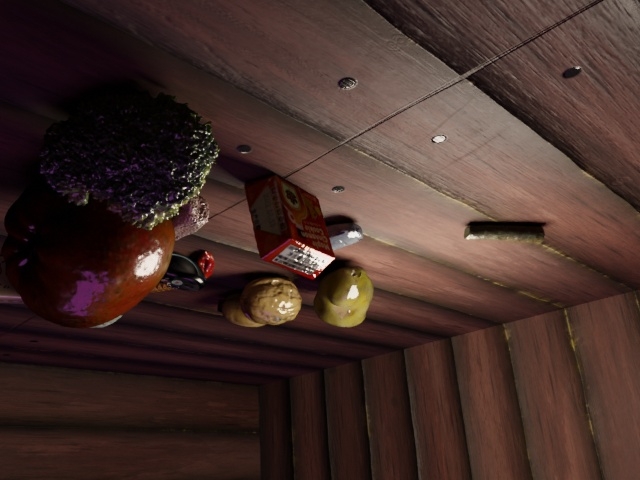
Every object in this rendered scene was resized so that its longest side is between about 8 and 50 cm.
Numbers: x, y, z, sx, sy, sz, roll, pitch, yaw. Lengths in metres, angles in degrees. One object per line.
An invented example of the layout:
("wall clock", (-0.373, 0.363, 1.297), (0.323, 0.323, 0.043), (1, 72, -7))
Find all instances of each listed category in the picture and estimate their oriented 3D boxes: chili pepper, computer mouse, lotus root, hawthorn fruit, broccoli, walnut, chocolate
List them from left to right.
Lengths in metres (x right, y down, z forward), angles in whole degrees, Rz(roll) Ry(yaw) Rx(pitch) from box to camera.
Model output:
("hawthorn fruit", (-0.547, 0.011, 1.505), (0.403, 0.402, 0.403), (-4, 157, -1))
("broccoli", (-0.394, -0.147, 1.289), (0.375, 0.249, 0.302), (-10, 154, -1))
("computer mouse", (-0.488, 0.096, 2.045), (0.233, 0.096, 0.137), (24, 147, -23))
("chili pepper", (-0.394, 0.088, 2.103), (0.059, 0.050, 0.191), (14, 148, -2))
("lotus root", (-0.284, 0.276, 2.468), (0.257, 0.140, 0.154), (2, -161, 12))
("walnut", (-0.184, 0.223, 2.285), (0.245, 0.198, 0.198), (5, 156, -23))
("chocolate", (-0.077, -0.038, 1.636), (0.108, 0.234, 0.237), (-28, 149, 23))

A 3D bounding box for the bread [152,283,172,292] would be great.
("bread", (-0.566, 0.159, 2.252), (0.157, 0.044, 0.052), (-10, 151, 11))

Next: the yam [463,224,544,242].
("yam", (0.602, -0.024, 2.003), (0.274, 0.061, 0.061), (2, 157, -11))

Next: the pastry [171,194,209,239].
("pastry", (-0.381, -0.068, 1.676), (0.112, 0.102, 0.265), (3, 159, -34))

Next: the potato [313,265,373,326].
("potato", (0.092, 0.203, 2.271), (0.218, 0.202, 0.351), (-11, 151, -15))

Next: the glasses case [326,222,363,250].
("glasses case", (0.000, 0.000, 1.941), (0.283, 0.067, 0.109), (-14, 158, 25))

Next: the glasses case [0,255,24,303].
("glasses case", (-1.012, 0.126, 1.973), (0.337, 0.144, 0.076), (4, 157, -22))

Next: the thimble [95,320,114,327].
("thimble", (-0.735, 0.159, 2.011), (0.237, 0.237, 0.150), (9, 151, -28))
